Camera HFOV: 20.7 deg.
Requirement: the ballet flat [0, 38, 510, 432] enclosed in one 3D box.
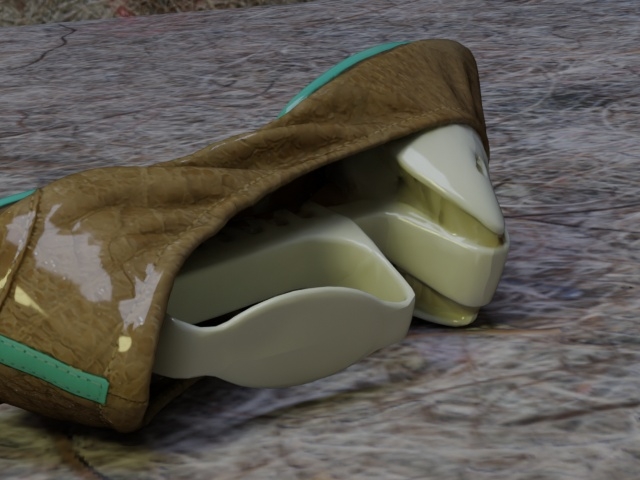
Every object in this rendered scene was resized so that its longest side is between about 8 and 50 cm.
[{"bbox_3d":[0.000,0.000,0.730,0.124,0.116,0.342,28,30,29],"label":"ballet flat"}]
